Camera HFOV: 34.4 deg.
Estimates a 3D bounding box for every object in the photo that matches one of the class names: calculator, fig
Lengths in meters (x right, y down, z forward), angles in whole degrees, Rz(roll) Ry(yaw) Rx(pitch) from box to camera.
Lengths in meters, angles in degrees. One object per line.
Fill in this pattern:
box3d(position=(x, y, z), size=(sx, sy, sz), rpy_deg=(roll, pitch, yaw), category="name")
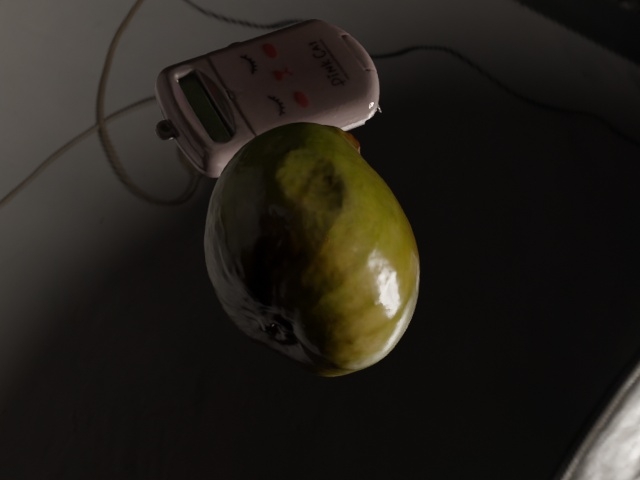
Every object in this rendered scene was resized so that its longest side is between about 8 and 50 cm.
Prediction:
box3d(position=(-0.041, -0.107, 0.764), size=(0.175, 0.032, 0.100), rpy_deg=(-22, 62, -19), category="calculator")
box3d(position=(-0.007, 0.007, 0.614), size=(0.120, 0.136, 0.153), rpy_deg=(-20, 101, -39), category="fig")
